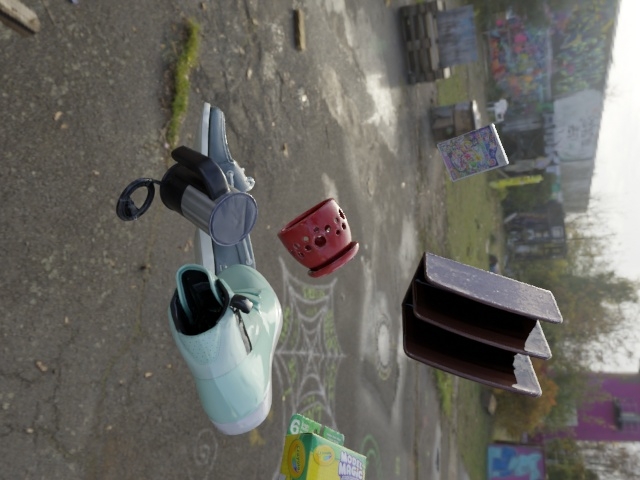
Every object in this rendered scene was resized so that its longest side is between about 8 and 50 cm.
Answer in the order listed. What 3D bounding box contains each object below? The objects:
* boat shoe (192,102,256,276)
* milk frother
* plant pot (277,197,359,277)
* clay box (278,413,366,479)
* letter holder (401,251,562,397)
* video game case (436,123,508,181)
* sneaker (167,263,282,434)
[{"bbox_3d":[-0.164,-0.077,0.927,0.116,0.098,0.320,146,-58,-66],"label":"boat shoe"},{"bbox_3d":[-0.192,-0.047,0.778,0.143,0.134,0.129,-49,142,-14],"label":"milk frother"},{"bbox_3d":[0.000,0.000,1.530,0.174,0.191,0.191,58,27,-6],"label":"plant pot"},{"bbox_3d":[0.000,0.351,0.715,0.127,0.053,0.222,38,48,-38],"label":"clay box"},{"bbox_3d":[0.338,0.178,1.157,0.214,0.301,0.152,-74,-178,-62],"label":"letter holder"},{"bbox_3d":[0.309,-0.177,1.115,0.011,0.122,0.087,-42,110,-50],"label":"video game case"},{"bbox_3d":[-0.102,0.064,0.606,0.256,0.094,0.151,-105,180,-59],"label":"sneaker"}]
